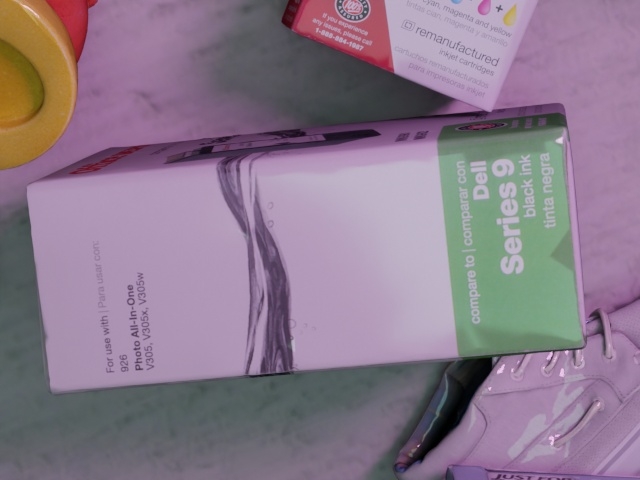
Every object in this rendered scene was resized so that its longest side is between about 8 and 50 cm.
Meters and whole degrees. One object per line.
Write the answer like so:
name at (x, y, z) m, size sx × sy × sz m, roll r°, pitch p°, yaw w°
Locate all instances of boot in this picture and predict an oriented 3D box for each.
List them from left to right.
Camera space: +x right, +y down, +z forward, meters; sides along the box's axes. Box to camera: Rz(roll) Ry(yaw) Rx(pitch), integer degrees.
boot at (0.158, 0.080, 1.180) m, size 0.123 × 0.095 × 0.258 m, roll 36°, pitch 97°, yaw -15°

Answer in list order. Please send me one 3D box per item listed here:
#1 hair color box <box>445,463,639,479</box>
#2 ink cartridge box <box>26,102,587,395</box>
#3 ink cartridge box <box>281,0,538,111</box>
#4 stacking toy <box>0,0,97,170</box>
hair color box at (0.155, 0.330, 1.175) m, size 0.185 × 0.113 × 0.374 m, roll 3°, pitch 112°, yaw -4°
ink cartridge box at (0.000, 0.000, 1.081) m, size 0.289 × 0.211 × 0.122 m, roll -5°, pitch 97°, yaw 7°
ink cartridge box at (0.069, -0.183, 1.118) m, size 0.128 × 0.127 × 0.176 m, roll 22°, pitch 97°, yaw -6°
stacking toy at (-0.298, -0.090, 1.152) m, size 0.309 × 0.130 × 0.279 m, roll 18°, pitch 124°, yaw -3°
